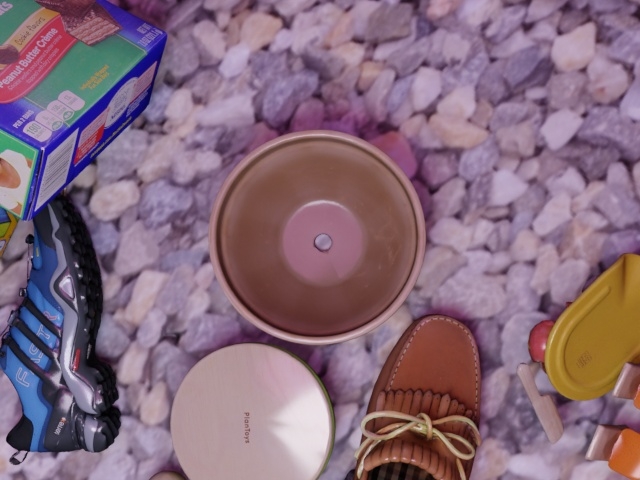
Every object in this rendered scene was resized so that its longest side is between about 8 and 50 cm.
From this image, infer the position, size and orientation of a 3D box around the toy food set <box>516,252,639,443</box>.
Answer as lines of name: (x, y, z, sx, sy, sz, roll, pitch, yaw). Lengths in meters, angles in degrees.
toy food set: (0.289, 0.102, 1.501, 0.218, 0.071, 0.128, -42, 121, -9)

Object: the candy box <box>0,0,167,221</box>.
candy box: (-0.370, -0.200, 1.464, 0.317, 0.268, 0.122, 28, 131, 6)

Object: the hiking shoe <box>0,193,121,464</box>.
hiking shoe: (-0.315, 0.096, 1.533, 0.132, 0.113, 0.304, -9, 85, 3)

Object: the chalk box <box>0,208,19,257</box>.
chalk box: (-0.468, -0.017, 1.452, 0.180, 0.289, 0.179, 29, 101, 7)

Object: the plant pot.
plant pot: (0.000, 0.000, 1.519, 0.237, 0.110, 0.237, 0, 85, 5)

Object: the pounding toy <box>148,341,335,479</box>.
pounding toy: (-0.075, 0.225, 1.516, 0.183, 0.110, 0.236, 27, 97, 11)

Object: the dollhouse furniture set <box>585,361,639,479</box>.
dollhouse furniture set: (0.432, 0.183, 1.395, 0.262, 0.135, 0.259, 26, 96, 33)

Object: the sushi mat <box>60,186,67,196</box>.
sushi mat: (-0.354, -0.198, 1.606, 0.151, 0.019, 0.316, 7, 86, 6)

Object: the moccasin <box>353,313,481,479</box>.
moccasin: (0.092, 0.248, 1.439, 0.139, 0.147, 0.380, 23, 64, 1)

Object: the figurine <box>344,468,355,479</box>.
figurine: (-0.013, 0.389, 1.510, 0.215, 0.092, 0.209, -23, 76, 2)
